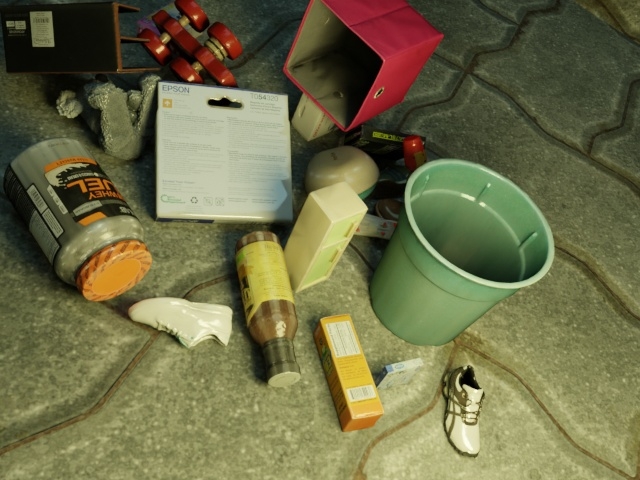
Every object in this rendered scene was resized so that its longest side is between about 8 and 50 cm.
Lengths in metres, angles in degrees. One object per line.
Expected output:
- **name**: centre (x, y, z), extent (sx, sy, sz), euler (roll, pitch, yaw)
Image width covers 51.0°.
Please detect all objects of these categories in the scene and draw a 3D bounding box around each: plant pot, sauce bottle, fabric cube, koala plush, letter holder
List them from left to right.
- **letter holder**: centre (-0.559, -0.476, 1.604), extent (0.301, 0.152, 0.214), euler (4, 14, 16)
- **koala plush**: centre (-0.515, -0.317, 1.618), extent (0.221, 0.203, 0.196), euler (28, 35, 29)
- **sauce bottle**: centre (-0.109, 0.141, 1.433), extent (0.111, 0.111, 0.344), euler (1, 52, -21)
- **fabric cube**: centre (0.107, -0.484, 1.736), extent (0.259, 0.254, 0.258), euler (47, 50, 13)
- **plant pot**: centre (0.284, 0.053, 1.513), extent (0.341, 0.334, 0.341), euler (11, 51, -13)

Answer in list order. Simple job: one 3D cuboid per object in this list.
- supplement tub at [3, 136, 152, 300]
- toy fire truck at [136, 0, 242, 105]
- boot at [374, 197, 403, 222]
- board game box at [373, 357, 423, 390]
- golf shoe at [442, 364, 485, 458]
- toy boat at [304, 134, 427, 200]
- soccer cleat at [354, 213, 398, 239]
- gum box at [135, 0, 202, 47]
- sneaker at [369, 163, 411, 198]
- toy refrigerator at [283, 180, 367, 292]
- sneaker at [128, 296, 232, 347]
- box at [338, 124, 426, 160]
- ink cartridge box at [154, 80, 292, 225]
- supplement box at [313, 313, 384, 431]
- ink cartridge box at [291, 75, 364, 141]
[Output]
- **supplement tub**: centre (-0.491, -0.042, 1.371), extent (0.193, 0.193, 0.316), euler (-26, 67, -35)
- **toy fire truck**: centre (-0.316, -0.469, 1.756), extent (0.302, 0.254, 0.169), euler (43, 84, 16)
- **boot**: centre (0.290, -0.049, 1.744), extent (0.305, 0.115, 0.112), euler (25, 50, 0)
- **board game box**: centre (0.163, 0.288, 1.439), extent (0.090, 0.090, 0.020), euler (-7, 55, -26)
- **golf shoe**: centre (0.311, 0.361, 1.440), extent (0.077, 0.094, 0.198), euler (7, 53, -18)
- **toy boat**: centre (0.118, -0.155, 1.678), extent (0.318, 0.148, 0.267), euler (-13, 23, 4)
- **soccer cleat**: centre (0.115, -0.040, 1.707), extent (0.196, 0.076, 0.068), euler (16, 89, 9)
- **gum box**: centre (-0.433, -0.610, 1.932), extent (0.107, 0.062, 0.188), euler (34, 48, 7)
- **sneaker**: centre (0.191, -0.167, 1.838), extent (0.192, 0.064, 0.086), euler (-8, 44, -23)
- **toy refrigerator**: centre (0.000, 0.000, 1.483), extent (0.102, 0.269, 0.094), euler (-21, 63, -34)
- **sneaker**: centre (-0.284, 0.173, 1.367), extent (0.212, 0.080, 0.094), euler (7, 63, -18)
- **box**: centre (0.163, -0.261, 1.820), extent (0.184, 0.190, 0.045), euler (10, 85, -17)
- **ink cartridge box**: centre (-0.232, -0.203, 1.608), extent (0.324, 0.071, 0.330), euler (2, 76, -20)
- **supplement box**: centre (0.055, 0.276, 1.415), extent (0.080, 0.078, 0.233), euler (-3, 54, -20)
- **ink cartridge box**: centre (0.028, -0.374, 1.879), extent (0.190, 0.140, 0.082), euler (-30, 71, -36)
